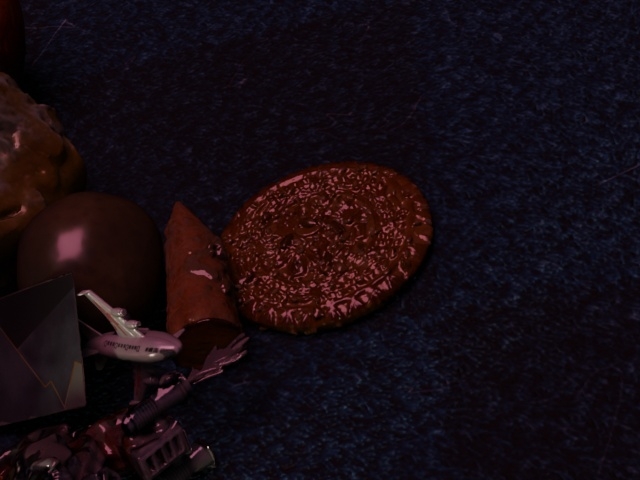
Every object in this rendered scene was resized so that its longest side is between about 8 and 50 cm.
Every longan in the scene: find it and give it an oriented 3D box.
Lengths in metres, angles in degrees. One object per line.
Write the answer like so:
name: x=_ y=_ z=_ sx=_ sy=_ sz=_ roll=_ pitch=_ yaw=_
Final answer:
longan: x=-0.297 y=0.033 z=1.666 sx=0.197 sy=0.196 sz=0.220 roll=-6 pitch=44 yaw=17

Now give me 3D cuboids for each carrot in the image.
carrot: x=-0.164 y=0.044 z=1.644 sx=0.102 sy=0.102 sz=0.263 roll=-20 pitch=48 yaw=3

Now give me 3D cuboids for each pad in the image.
pad: x=-0.369 y=0.143 z=1.588 sx=0.243 sy=0.004 sz=0.163 roll=-18 pitch=75 yaw=41

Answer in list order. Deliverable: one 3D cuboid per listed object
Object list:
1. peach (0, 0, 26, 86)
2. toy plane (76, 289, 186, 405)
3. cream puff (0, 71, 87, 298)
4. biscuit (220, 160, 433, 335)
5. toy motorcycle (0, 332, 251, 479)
peach: x=-0.637 y=-0.315 z=2.006 sx=0.388 sy=0.388 sz=0.388 roll=-12 pitch=44 yaw=12
toy plane: x=-0.226 y=0.125 z=1.537 sx=0.171 sy=0.162 sz=0.065 roll=-6 pitch=26 yaw=33
cream puff: x=-0.536 y=-0.063 z=1.780 sx=0.378 sy=0.378 sz=0.275 roll=-58 pitch=11 yaw=-31
biscuit: x=0.000 y=0.000 z=1.683 sx=0.305 sy=0.038 sz=0.305 roll=-12 pitch=44 yaw=12
toy motorcycle: x=-0.233 y=0.248 z=1.456 sx=0.401 sy=0.134 sz=0.207 roll=-29 pitch=19 yaw=-24
